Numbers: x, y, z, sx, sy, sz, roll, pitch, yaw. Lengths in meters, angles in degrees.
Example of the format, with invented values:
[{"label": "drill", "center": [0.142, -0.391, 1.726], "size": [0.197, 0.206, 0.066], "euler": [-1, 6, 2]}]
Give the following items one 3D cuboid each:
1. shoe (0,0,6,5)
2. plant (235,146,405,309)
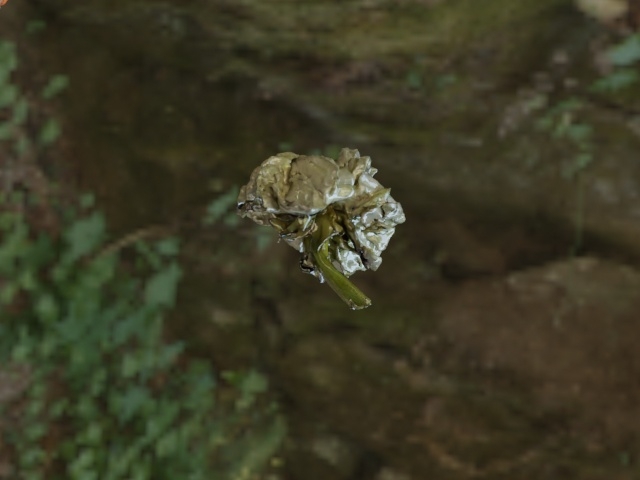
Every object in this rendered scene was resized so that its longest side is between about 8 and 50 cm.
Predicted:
[{"label": "shoe", "center": [-0.211, -0.126, 1.016], "size": [0.194, 0.077, 0.074], "euler": [-18, -90, 70]}, {"label": "plant", "center": [0.000, 0.000, 1.300], "size": [0.104, 0.116, 0.122], "euler": [100, -10, -51]}]
